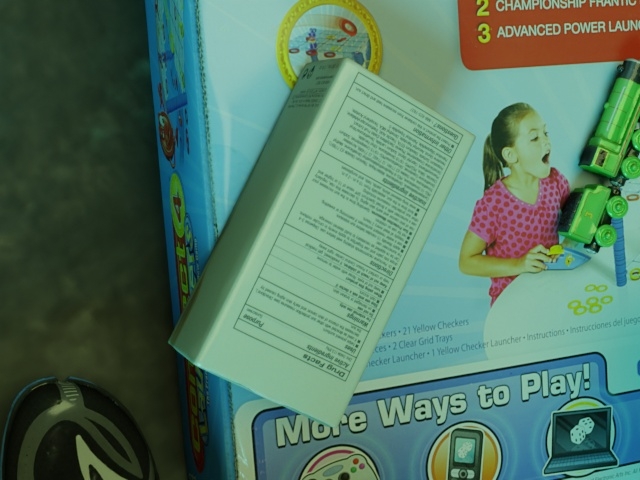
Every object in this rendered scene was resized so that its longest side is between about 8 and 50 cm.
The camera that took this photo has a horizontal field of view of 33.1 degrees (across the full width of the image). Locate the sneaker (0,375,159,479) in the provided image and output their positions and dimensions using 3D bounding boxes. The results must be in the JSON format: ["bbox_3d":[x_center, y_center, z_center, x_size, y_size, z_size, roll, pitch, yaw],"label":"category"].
[{"bbox_3d":[-0.087,0.147,0.429,0.067,0.078,0.188,-5,83,-20],"label":"sneaker"}]

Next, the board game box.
[{"bbox_3d":[0.085,-0.036,0.477,0.308,0.086,0.302,-6,97,-20],"label":"board game box"}]

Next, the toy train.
[{"bbox_3d":[0.119,-0.036,0.434,0.023,0.017,0.083,22,88,-11],"label":"toy train"}]

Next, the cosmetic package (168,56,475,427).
[{"bbox_3d":[0.000,0.000,0.379,0.060,0.041,0.115,29,85,-22],"label":"cosmetic package"}]
